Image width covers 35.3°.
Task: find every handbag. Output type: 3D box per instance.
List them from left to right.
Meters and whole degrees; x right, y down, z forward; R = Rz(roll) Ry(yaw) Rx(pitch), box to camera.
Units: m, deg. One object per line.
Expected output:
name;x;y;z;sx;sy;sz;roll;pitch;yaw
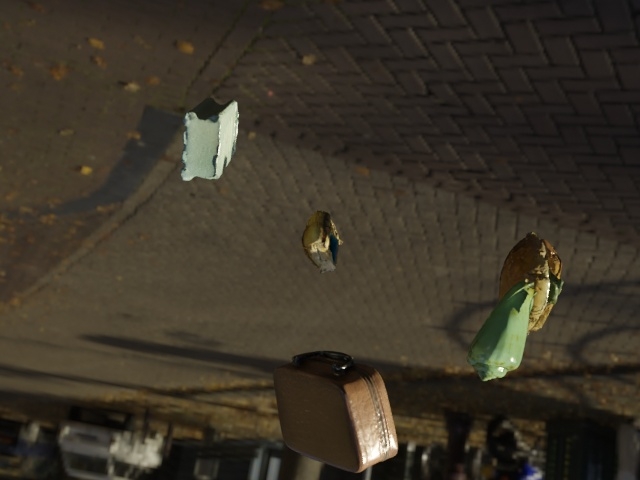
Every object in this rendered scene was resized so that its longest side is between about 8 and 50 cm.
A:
handbag;0.014;0.231;1.391;0.072;0.151;0.193;-18;-170;-32

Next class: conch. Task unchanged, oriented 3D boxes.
conch;0.287;0.142;1.559;0.079;0.170;0.106;29;173;6

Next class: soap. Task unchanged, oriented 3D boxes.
soap;-0.182;-0.169;1.673;0.063;0.115;0.198;6;-163;2

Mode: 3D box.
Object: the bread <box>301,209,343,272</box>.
bread;0.000;0.000;1.639;0.053;0.106;0.072;-16;118;12

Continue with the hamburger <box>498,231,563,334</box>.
hamburger;0.348;0.073;1.659;0.087;0.176;0.102;14;179;-8
